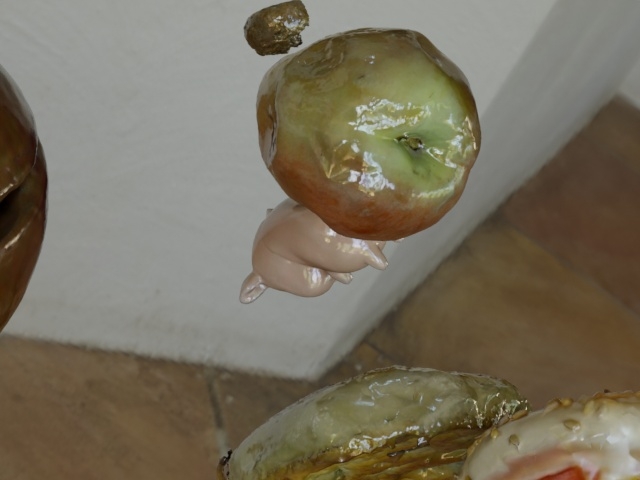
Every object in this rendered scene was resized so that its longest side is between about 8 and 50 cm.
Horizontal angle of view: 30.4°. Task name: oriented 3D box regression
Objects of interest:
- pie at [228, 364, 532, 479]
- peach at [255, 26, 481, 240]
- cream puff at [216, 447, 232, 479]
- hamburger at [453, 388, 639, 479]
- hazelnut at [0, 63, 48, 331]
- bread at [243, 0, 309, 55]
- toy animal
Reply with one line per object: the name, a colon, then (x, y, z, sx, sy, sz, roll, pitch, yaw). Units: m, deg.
pie: (0.064, 0.200, 1.161, 0.315, 0.315, 0.092, 6, 61, -34)
peach: (0.040, -0.117, 1.175, 0.214, 0.214, 0.235, 1, 22, -39)
cream puff: (0.004, 0.409, 1.531, 0.228, 0.350, 0.350, -15, 49, -18)
hamburger: (0.259, 0.282, 0.961, 0.330, 0.330, 0.250, 18, 47, -19)
hazelnut: (-0.261, -0.022, 0.608, 0.234, 0.218, 0.218, 39, 30, -11)
bread: (-0.063, -0.287, 1.621, 0.082, 0.113, 0.060, -17, 91, -12)
toy animal: (-0.008, 0.002, 1.748, 0.154, 0.250, 0.166, 51, 44, -12)
